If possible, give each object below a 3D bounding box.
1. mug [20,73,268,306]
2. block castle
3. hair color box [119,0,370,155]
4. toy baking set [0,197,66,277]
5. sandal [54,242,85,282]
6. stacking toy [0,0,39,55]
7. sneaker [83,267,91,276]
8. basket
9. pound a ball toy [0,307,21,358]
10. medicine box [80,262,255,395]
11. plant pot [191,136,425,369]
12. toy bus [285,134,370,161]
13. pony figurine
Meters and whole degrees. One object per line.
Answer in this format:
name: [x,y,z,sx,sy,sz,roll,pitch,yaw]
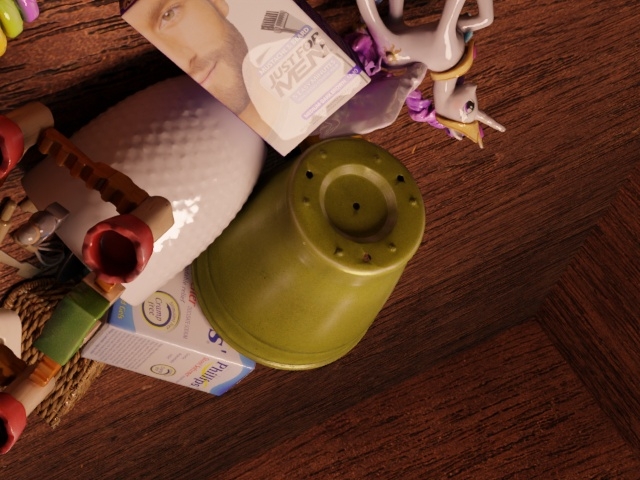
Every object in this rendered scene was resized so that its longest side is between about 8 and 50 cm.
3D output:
mug: [-0.256,-0.092,1.586,0.328,0.276,0.374,-41,168,-4]
block castle: [-0.441,0.058,1.315,0.453,0.303,0.213,-50,-177,26]
hair color box: [-0.106,-0.297,1.393,0.185,0.110,0.339,-40,125,16]
toy baking set: [-0.512,-0.002,1.710,0.197,0.030,0.256,-1,140,-50]
sandal: [-0.439,-0.004,1.754,0.179,0.040,0.067,-62,161,7]
stacking toy: [-0.410,-0.298,1.175,0.302,0.166,0.175,-39,142,-16]
sneaker: [-0.338,0.072,1.945,0.302,0.121,0.108,1,139,-50]
basket: [-0.534,0.191,1.968,0.299,0.223,0.213,-52,-178,36]
pound a ball toy: [-0.680,0.161,1.552,0.208,0.135,0.319,4,-177,35]
medicine box: [-0.268,0.113,1.788,0.289,0.263,0.149,20,143,-24]
plant pot: [0.000,0.000,1.636,0.366,0.366,0.353,-19,167,-28]
toy bus: [0.037,-0.149,1.881,0.149,0.211,0.220,-30,157,-11]
pony figurine: [0.133,-0.315,1.599,0.351,0.303,0.363,2,126,11]
